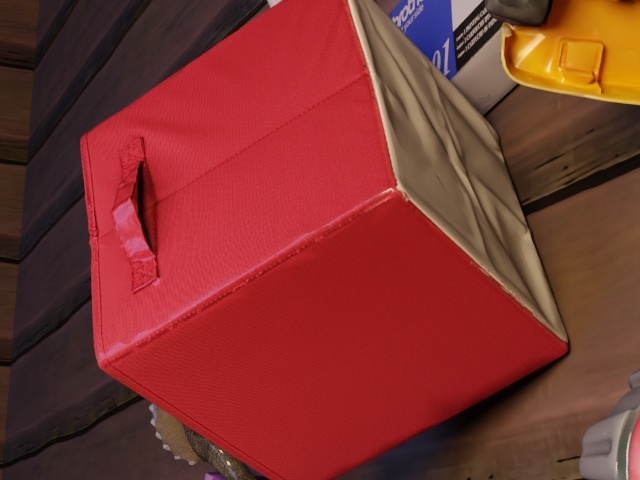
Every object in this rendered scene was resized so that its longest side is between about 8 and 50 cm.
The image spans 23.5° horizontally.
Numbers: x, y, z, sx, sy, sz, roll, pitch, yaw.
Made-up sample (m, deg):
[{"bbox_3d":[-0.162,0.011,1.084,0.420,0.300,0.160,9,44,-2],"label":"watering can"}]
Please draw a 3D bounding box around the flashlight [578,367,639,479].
[{"bbox_3d":[0.189,0.072,0.518,0.304,0.103,0.103,138,149,-74],"label":"flashlight"}]

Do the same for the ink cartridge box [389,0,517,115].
[{"bbox_3d":[0.105,-0.145,0.948,0.207,0.046,0.097,135,139,-58],"label":"ink cartridge box"}]

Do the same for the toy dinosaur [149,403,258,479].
[{"bbox_3d":[-0.074,0.094,1.133,0.160,0.121,0.313,36,149,32],"label":"toy dinosaur"}]

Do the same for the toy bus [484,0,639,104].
[{"bbox_3d":[0.150,-0.193,0.730,0.211,0.150,0.220,-94,9,-70],"label":"toy bus"}]

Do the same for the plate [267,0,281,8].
[{"bbox_3d":[0.002,-0.291,1.269,0.277,0.045,0.278,-110,35,-52],"label":"plate"}]

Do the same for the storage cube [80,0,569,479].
[{"bbox_3d":[0.000,0.000,0.884,0.193,0.215,0.183,-31,45,21],"label":"storage cube"}]

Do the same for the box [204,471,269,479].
[{"bbox_3d":[-0.054,0.339,1.181,0.201,0.057,0.293,-178,95,-70],"label":"box"}]
